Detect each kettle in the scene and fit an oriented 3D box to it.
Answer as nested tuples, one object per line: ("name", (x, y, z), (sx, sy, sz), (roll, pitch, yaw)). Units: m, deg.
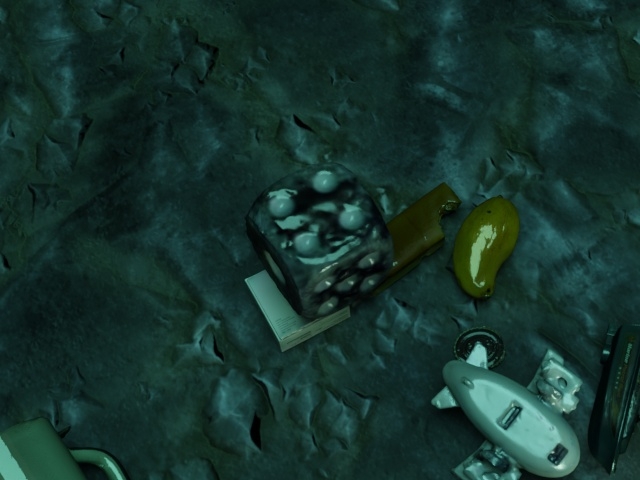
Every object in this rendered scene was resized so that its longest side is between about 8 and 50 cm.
("kettle", (-0.380, 0.395, 1.495), (0.240, 0.165, 0.255), (-24, 68, -43))

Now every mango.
("mango", (0.274, 0.007, 1.701), (0.098, 0.075, 0.190), (16, 71, 19))

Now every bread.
("bread", (0.150, -0.003, 1.728), (0.226, 0.049, 0.088), (-35, 64, -15))

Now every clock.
("clock", (0.256, 0.174, 1.647), (0.083, 0.010, 0.074), (-9, 62, -1))

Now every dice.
("dice", (0.000, 0.000, 1.605), (0.183, 0.181, 0.182), (-28, 65, -12))

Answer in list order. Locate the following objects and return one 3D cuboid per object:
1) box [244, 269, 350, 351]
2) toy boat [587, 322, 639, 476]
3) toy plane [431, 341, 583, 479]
("box", (-0.038, 0.095, 1.689), (0.130, 0.051, 0.129), (-26, 63, -11))
("toy boat", (0.465, 0.243, 1.549), (0.103, 0.093, 0.246), (12, 63, 19))
("toy plane", (0.285, 0.265, 1.544), (0.244, 0.117, 0.245), (-3, 76, 12))
